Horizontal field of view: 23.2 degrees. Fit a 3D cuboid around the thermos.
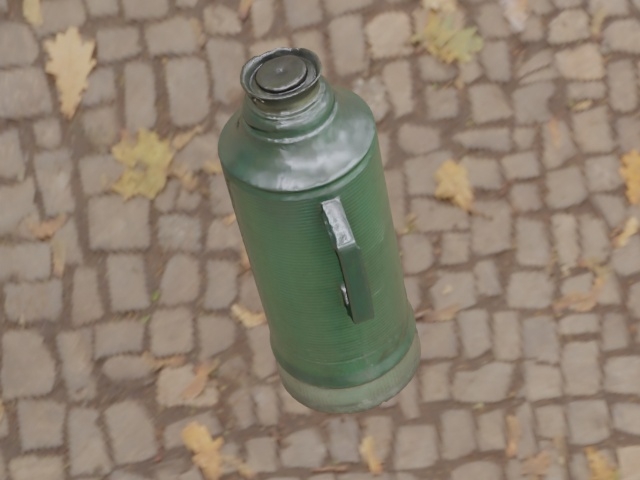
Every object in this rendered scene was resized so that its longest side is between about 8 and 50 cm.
[{"bbox_3d":[-0.003,-0.002,0.701,0.073,0.187,0.083,4,48,17],"label":"thermos"}]
